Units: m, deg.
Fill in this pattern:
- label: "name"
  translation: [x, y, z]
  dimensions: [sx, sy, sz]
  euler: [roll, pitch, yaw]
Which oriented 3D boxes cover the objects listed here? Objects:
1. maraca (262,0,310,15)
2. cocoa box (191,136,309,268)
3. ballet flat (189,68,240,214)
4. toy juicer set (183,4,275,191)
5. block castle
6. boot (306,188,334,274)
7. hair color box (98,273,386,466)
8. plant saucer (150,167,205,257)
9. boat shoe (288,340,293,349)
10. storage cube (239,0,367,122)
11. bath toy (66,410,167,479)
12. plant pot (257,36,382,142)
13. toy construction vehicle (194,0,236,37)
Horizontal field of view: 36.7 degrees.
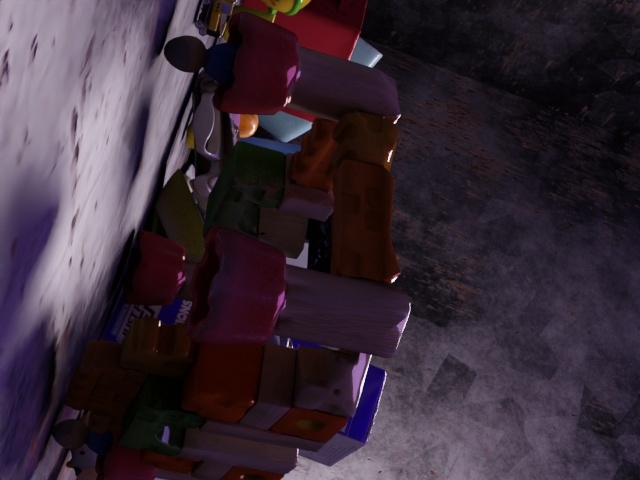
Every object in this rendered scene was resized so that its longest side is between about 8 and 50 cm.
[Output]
- label: "maraca"
  translation: [-0.054, -0.364, 1.289]
  dimensions: [0.186, 0.099, 0.127]
  euler: [-161, -117, -70]
- label: "cocoa box"
  translation: [-0.121, -0.057, 1.749]
  dimensions: [0.347, 0.231, 0.228]
  euler: [175, -75, -82]
- label: "ballet flat"
  translation: [-0.130, -0.103, 1.185]
  dimensions: [0.079, 0.077, 0.221]
  euler: [-28, 116, -68]
- label: "toy juicer set"
  translation: [-0.141, -0.160, 1.398]
  dimensions: [0.209, 0.089, 0.329]
  euler: [-79, -169, -55]
- label: "block castle"
  translation: [-0.105, 0.044, 0.895]
  dimensions: [0.453, 0.213, 0.303]
  euler: [128, -30, -53]
- label: "boot"
  translation: [0.000, 0.000, 1.032]
  dimensions: [0.121, 0.045, 0.099]
  euler: [118, -24, -59]
- label: "hair color box"
  translation: [-0.107, 0.171, 1.226]
  dimensions: [0.185, 0.339, 0.110]
  euler: [122, -12, -65]
- label: "plant saucer"
  translation: [-0.177, 0.026, 1.263]
  dimensions: [0.188, 0.045, 0.188]
  euler: [66, -19, 13]
- label: "boat shoe"
  translation: [-0.044, 0.132, 1.081]
  dimensions: [0.153, 0.048, 0.056]
  euler: [-136, -119, -69]
- label: "storage cube"
  translation: [-0.045, -0.337, 1.610]
  dimensions: [0.183, 0.193, 0.215]
  euler: [-78, -170, -53]
- label: "bath toy"
  translation: [-0.263, 0.255, 1.321]
  dimensions: [0.129, 0.151, 0.348]
  euler: [-29, -159, 13]
- label: "plant pot"
  translation: [-0.060, -0.335, 1.917]
  dimensions: [0.252, 0.248, 0.247]
  euler: [-54, -173, 4]
- label: "toy construction vehicle"
  translation: [-0.096, -0.242, 0.963]
  dimensions: [0.086, 0.035, 0.098]
  euler: [-83, -166, -66]
